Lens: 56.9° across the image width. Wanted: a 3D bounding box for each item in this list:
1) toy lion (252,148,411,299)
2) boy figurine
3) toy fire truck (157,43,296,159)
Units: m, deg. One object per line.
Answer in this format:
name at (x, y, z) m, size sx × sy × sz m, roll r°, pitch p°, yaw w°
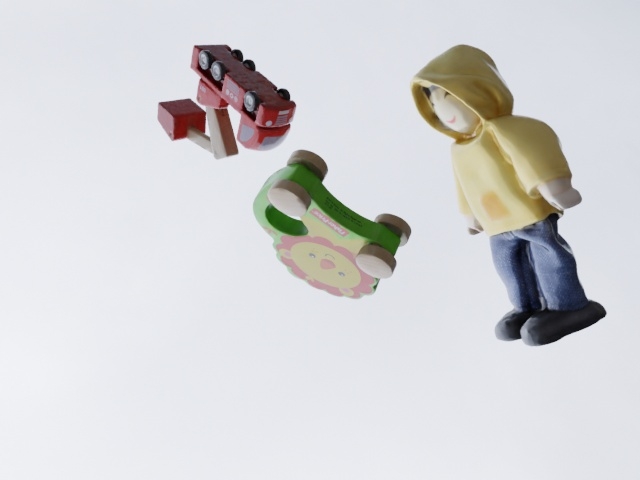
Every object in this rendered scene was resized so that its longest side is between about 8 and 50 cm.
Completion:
toy lion at (0.000, 0.000, 0.364) m, size 0.100 × 0.096 × 0.034 m, roll 36°, pitch -121°, yaw -15°
boy figurine at (0.172, -0.048, 0.551) m, size 0.092 × 0.177 × 0.285 m, roll -23°, pitch -86°, yaw -12°
toy fire truck at (-0.110, -0.140, 0.656) m, size 0.047 × 0.135 × 0.192 m, roll -19°, pitch -128°, yaw -39°
